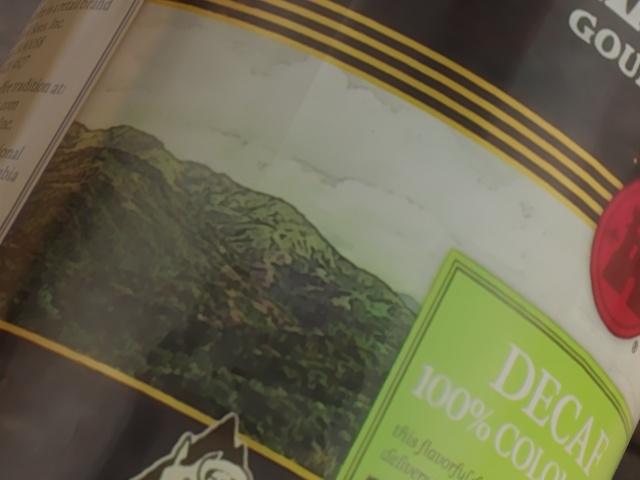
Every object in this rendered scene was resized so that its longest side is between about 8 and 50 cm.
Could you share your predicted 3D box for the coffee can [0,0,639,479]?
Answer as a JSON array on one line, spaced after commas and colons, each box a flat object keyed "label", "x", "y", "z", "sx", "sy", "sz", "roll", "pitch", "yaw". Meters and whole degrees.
[{"label": "coffee can", "x": 0.000, "y": 0.000, "z": 0.487, "sx": 0.202, "sy": 0.275, "sz": 0.201, "roll": 26, "pitch": 164, "yaw": 8}]
